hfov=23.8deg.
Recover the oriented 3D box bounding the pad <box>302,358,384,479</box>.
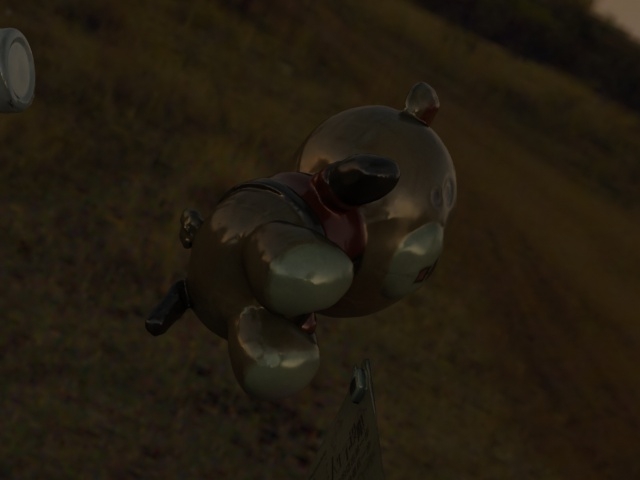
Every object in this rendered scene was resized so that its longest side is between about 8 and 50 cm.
[{"bbox_3d":[-0.013,0.227,1.075,0.009,0.265,0.159,16,32,-15],"label":"pad"}]

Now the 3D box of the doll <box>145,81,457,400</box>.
[{"bbox_3d":[0.000,0.000,1.293,0.174,0.235,0.330,27,32,23],"label":"doll"}]

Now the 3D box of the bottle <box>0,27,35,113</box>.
[{"bbox_3d":[-0.303,-0.106,1.026,0.217,0.060,0.060,-4,4,12],"label":"bottle"}]
